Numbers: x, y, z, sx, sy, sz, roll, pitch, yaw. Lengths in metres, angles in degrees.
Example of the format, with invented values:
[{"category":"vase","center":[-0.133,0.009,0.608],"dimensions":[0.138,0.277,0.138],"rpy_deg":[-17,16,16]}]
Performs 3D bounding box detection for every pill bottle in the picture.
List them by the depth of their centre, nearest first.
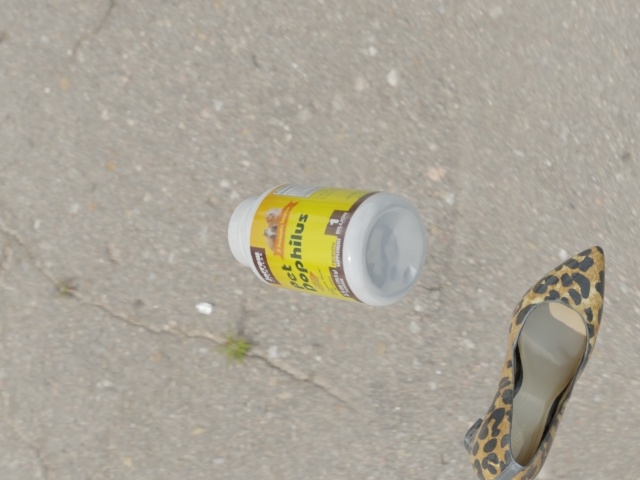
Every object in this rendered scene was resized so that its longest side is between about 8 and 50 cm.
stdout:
[{"category":"pill bottle","center":[0.000,0.000,1.190],"dimensions":[0.215,0.117,0.117],"rpy_deg":[7,84,46]}]

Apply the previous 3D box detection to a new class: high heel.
[{"category":"high heel","center":[0.228,0.121,1.084],"dimensions":[0.093,0.186,0.261],"rpy_deg":[30,90,0]}]
